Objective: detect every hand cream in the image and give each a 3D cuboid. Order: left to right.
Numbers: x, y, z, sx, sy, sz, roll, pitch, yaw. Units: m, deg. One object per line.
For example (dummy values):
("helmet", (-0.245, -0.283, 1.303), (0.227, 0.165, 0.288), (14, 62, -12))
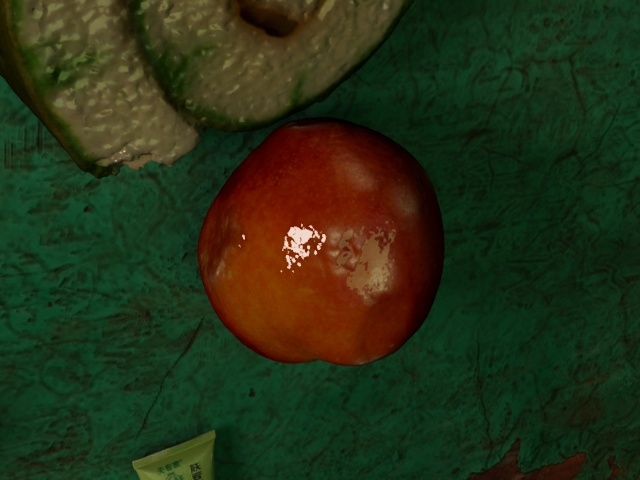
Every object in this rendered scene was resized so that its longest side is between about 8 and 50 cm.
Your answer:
("hand cream", (-0.146, 0.292, 1.269), (0.095, 0.046, 0.175), (-17, 122, -24))

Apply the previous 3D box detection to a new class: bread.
("bread", (-0.098, -0.221, 0.961), (0.366, 0.129, 0.382), (20, 102, -41))

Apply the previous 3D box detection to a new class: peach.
("peach", (0.000, 0.000, 1.113), (0.243, 0.199, 0.243), (1, 104, 5))
